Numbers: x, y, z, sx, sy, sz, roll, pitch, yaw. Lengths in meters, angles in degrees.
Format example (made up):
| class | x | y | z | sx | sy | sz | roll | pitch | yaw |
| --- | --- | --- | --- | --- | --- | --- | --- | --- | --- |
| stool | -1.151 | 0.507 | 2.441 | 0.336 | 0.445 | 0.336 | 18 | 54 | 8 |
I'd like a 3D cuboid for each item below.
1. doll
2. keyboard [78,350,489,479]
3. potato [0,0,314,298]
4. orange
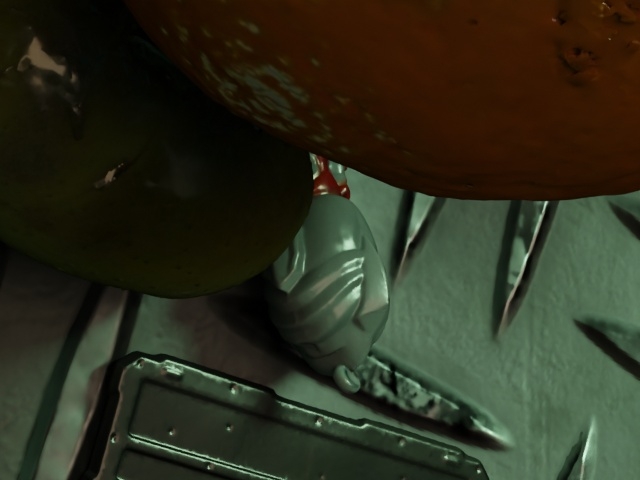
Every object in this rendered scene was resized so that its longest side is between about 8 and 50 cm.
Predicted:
| class | x | y | z | sx | sy | sz | roll | pitch | yaw |
| --- | --- | --- | --- | --- | --- | --- | --- | --- | --- |
| doll | 0.000 | 0.000 | 0.940 | 0.094 | 0.079 | 0.180 | 11 | 66 | -55 |
| keyboard | -0.014 | 0.144 | 0.950 | 0.262 | 0.016 | 0.106 | 20 | 76 | -29 |
| potato | -0.110 | -0.068 | 0.831 | 0.248 | 0.143 | 0.169 | 36 | 76 | -25 |
| orange | 0.074 | -0.226 | 0.699 | 0.424 | 0.326 | 0.424 | 0 | 87 | 0 |
